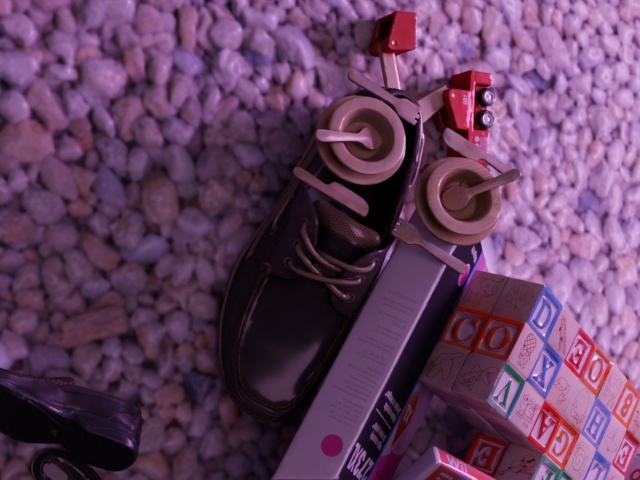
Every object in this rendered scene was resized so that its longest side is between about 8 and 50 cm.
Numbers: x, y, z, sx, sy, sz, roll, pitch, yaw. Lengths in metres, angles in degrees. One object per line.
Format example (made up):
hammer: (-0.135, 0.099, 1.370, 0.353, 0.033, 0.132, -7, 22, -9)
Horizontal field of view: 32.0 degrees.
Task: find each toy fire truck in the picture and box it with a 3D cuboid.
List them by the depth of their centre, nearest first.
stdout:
toy fire truck: (0.119, -0.141, 1.198, 0.135, 0.047, 0.192, 4, 87, -24)

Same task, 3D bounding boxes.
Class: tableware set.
tableware set: (0.087, -0.069, 1.024, 0.194, 0.039, 0.128, 31, 69, -7)

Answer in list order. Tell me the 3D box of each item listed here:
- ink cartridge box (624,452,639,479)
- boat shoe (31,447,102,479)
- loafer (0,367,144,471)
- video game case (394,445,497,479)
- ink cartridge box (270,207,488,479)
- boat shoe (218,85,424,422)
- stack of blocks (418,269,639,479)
ink cartridge box: (0.378, 0.387, 1.210, 0.117, 0.201, 0.278, 40, 71, -19)
boat shoe: (-0.212, 0.242, 1.023, 0.049, 0.042, 0.133, -43, 104, -19)
loafer: (-0.241, 0.151, 1.012, 0.170, 0.062, 0.061, 28, 37, -15)
video game case: (0.153, 0.331, 1.127, 0.285, 0.025, 0.204, 32, 116, -25)
ink cartridge box: (0.055, 0.151, 1.090, 0.069, 0.176, 0.371, 25, 74, 23)
boat shoe: (0.000, 0.000, 1.073, 0.132, 0.130, 0.355, 22, 76, -6)
stack of blocks: (0.224, 0.180, 1.152, 0.297, 0.087, 0.171, 43, 69, -41)
